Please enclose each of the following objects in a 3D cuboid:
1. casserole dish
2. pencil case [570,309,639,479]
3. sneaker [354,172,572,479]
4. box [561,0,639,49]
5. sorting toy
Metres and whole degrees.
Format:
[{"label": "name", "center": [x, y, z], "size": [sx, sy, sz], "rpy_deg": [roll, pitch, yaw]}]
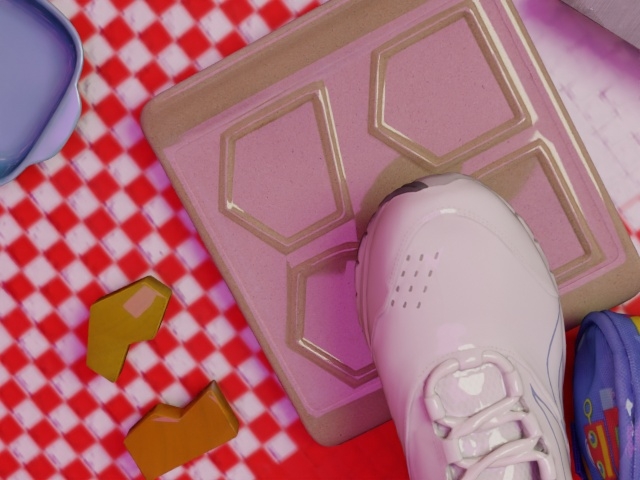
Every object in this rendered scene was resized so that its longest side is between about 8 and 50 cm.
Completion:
[{"label": "casserole dish", "center": [-0.216, -0.110, 0.536], "size": [0.188, 0.037, 0.114], "rpy_deg": [33, 97, -2]}, {"label": "pencil case", "center": [0.285, 0.103, 0.508], "size": [0.306, 0.133, 0.119], "rpy_deg": [3, 52, 1]}, {"label": "sneaker", "center": [0.090, 0.110, 0.486], "size": [0.111, 0.129, 0.297], "rpy_deg": [-14, 108, 2]}, {"label": "box", "center": [0.263, -0.143, 0.470], "size": [0.231, 0.056, 0.183], "rpy_deg": [31, 123, -3]}, {"label": "sorting toy", "center": [0.000, 0.000, 0.546], "size": [0.307, 0.041, 0.229], "rpy_deg": [-28, 100, 5]}]
